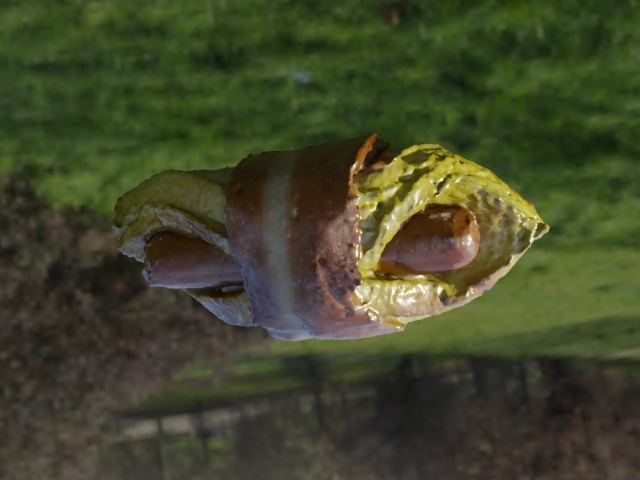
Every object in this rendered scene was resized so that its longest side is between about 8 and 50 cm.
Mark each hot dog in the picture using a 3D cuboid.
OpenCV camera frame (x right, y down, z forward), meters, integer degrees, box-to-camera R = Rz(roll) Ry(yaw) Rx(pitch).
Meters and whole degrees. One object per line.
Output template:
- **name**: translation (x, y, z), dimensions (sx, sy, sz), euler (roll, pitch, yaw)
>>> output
- **hot dog**: translation (0.001, 0.005, 0.977), dimensions (0.261, 0.123, 0.093), euler (-8, -152, 15)
